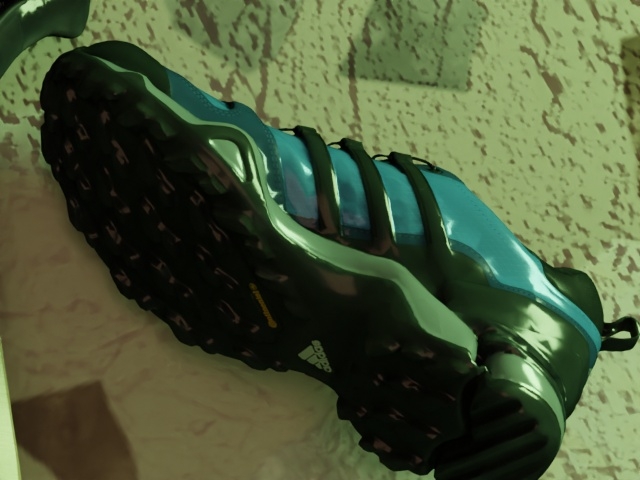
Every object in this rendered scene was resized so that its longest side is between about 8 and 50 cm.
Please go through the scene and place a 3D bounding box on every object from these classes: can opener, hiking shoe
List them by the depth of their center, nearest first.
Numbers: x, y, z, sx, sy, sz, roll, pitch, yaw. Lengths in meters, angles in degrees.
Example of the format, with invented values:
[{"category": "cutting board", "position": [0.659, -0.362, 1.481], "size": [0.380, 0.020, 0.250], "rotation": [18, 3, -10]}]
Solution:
[{"category": "can opener", "position": [-0.160, -0.098, 0.787], "size": [0.059, 0.073, 0.186], "rotation": [0, 36, 22]}, {"category": "hiking shoe", "position": [0.000, 0.000, 0.824], "size": [0.304, 0.113, 0.132], "rotation": [38, 43, 7]}]

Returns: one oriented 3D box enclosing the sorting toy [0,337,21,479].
[{"category": "sorting toy", "position": [-0.276, 0.012, 0.717], "size": [0.257, 0.089, 0.255], "rotation": [8, 56, -36]}]
